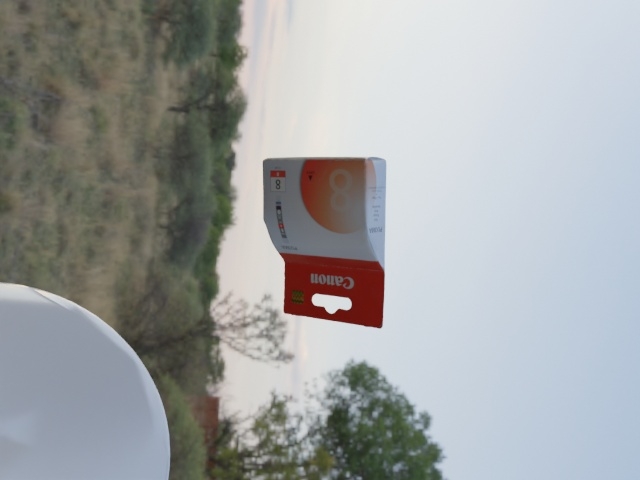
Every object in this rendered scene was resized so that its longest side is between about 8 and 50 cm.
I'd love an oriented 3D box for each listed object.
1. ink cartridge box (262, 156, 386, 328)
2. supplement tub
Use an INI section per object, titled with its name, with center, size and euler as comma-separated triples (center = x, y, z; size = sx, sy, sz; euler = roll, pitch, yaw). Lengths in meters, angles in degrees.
[ink cartridge box]
center = 0.000, 0.000, 0.818
size = 0.145, 0.045, 0.180
euler = 4, -86, 39
[supplement tub]
center = -0.222, 0.160, 0.444
size = 0.272, 0.191, 0.191
euler = -42, -143, 41
